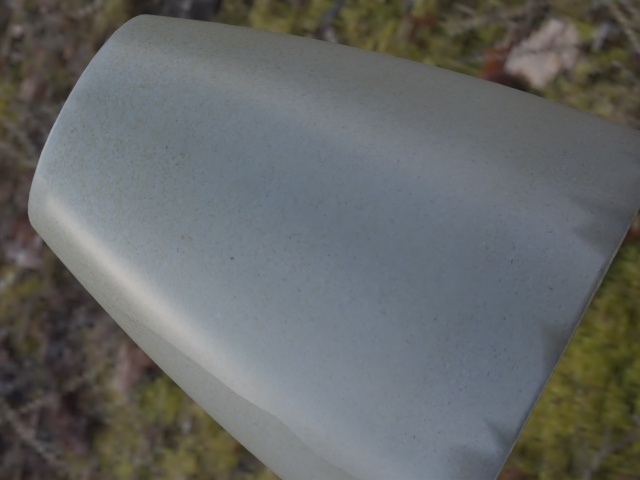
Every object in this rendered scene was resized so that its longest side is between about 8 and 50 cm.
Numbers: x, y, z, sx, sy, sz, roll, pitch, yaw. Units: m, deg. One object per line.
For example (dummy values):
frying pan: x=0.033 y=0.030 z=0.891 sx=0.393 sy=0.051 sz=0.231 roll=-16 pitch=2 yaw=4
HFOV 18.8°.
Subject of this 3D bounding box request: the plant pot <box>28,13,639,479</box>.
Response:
plant pot: x=0.000 y=0.000 z=0.994 sx=0.274 sy=0.256 sz=0.256 roll=29 pitch=103 yaw=8
